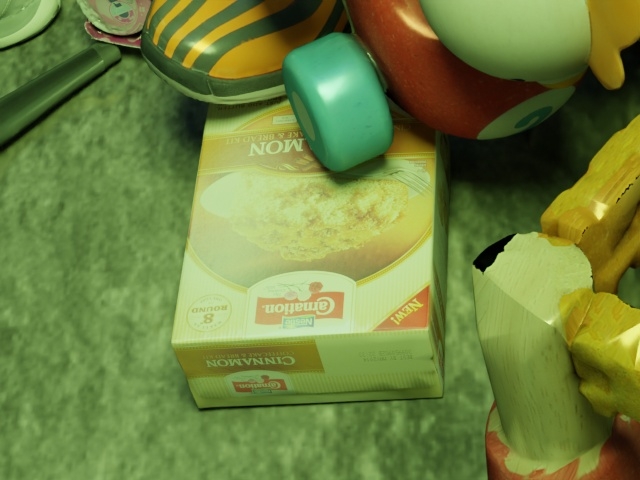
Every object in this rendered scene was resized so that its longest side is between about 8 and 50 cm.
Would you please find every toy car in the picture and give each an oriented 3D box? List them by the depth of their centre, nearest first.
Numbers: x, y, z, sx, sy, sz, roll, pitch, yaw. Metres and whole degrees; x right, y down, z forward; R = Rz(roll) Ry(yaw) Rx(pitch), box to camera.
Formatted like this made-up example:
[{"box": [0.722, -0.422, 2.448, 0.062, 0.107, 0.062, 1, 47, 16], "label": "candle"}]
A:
[{"box": [0.097, -0.124, 0.804, 0.219, 0.210, 0.238, -24, 29, -7], "label": "toy car"}]

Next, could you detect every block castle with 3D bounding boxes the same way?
[{"box": [0.309, 0.000, 0.762, 0.303, 0.213, 0.453, 24, 59, 35], "label": "block castle"}]

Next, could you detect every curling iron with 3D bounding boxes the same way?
[{"box": [-0.234, -0.047, 1.067, 0.068, 0.035, 0.274, 39, 63, 14], "label": "curling iron"}]

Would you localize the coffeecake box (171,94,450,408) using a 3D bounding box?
[{"box": [0.000, 0.000, 0.936, 0.142, 0.068, 0.185, -4, 50, 11], "label": "coffeecake box"}]

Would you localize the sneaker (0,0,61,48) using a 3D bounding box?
[{"box": [-0.303, -0.171, 1.120, 0.228, 0.132, 0.086, -28, 49, -9], "label": "sneaker"}]

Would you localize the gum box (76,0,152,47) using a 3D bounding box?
[{"box": [-0.065, -0.182, 1.097, 0.188, 0.062, 0.107, 10, 54, 14], "label": "gum box"}]

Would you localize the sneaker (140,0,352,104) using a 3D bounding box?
[{"box": [0.016, -0.223, 0.964, 0.124, 0.180, 0.321, 36, 58, 16], "label": "sneaker"}]

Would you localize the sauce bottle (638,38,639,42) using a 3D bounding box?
[{"box": [0.190, -0.268, 1.078, 0.111, 0.111, 0.344, -18, 49, 0], "label": "sauce bottle"}]
